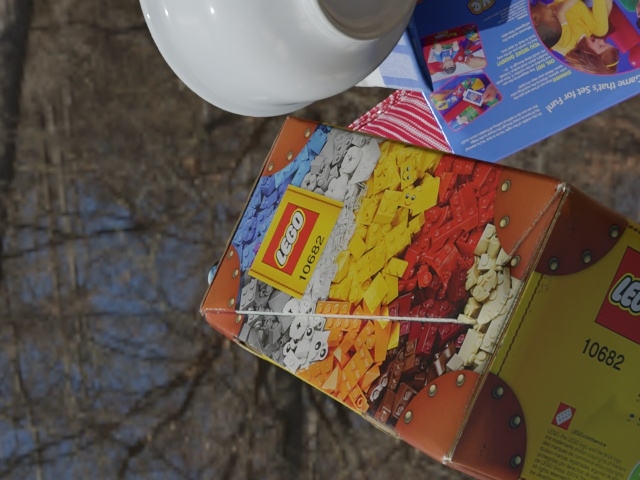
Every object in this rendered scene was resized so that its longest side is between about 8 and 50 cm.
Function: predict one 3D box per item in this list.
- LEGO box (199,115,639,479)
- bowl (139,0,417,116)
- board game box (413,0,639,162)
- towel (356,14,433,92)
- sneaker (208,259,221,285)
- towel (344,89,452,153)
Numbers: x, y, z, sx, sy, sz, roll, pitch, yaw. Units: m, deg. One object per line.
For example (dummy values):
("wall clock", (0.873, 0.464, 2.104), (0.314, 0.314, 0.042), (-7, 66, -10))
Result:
("LEGO box", (0.213, 0.105, 1.063), (0.500, 0.193, 0.372), (26, 178, -31))
("bowl", (-0.003, -0.247, 1.130), (0.298, 0.298, 0.134), (-23, -154, -39))
("board game box", (0.274, -0.258, 1.555), (0.347, 0.233, 0.078), (-25, -166, 15))
("towel", (-0.022, -0.254, 1.491), (0.285, 0.209, 0.034), (11, -126, 29))
("sneaker", (-0.103, 0.093, 1.973), (0.063, 0.162, 0.073), (-41, -173, -26))
("towel", (0.181, -0.196, 2.329), (0.199, 0.275, 0.031), (29, -134, -31))
